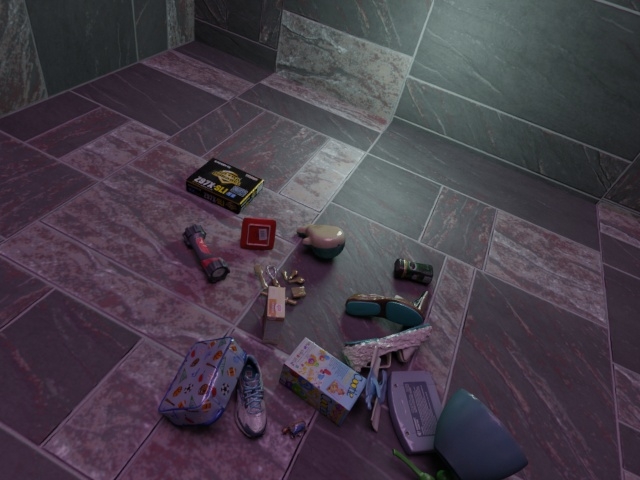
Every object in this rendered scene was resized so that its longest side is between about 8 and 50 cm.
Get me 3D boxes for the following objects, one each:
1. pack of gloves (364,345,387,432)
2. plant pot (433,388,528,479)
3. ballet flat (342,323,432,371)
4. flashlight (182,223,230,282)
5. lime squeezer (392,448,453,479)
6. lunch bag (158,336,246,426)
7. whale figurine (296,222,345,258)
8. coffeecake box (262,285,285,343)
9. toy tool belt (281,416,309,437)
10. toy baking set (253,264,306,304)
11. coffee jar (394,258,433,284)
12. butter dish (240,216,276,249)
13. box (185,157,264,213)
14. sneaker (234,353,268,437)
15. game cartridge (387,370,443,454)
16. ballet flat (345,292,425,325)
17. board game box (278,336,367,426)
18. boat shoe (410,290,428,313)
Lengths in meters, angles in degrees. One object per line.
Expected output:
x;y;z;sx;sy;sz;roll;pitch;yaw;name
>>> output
0.218;0.536;1.556;0.046;0.195;0.232;-6;36;25;pack of gloves
0.488;0.667;1.408;0.195;0.290;0.290;-37;60;-9;plant pot
0.279;0.439;1.739;0.408;0.147;0.147;-8;48;-20;ballet flat
-0.505;0.046;1.907;0.103;0.103;0.304;9;35;-47;flashlight
0.384;0.775;1.450;0.310;0.059;0.110;12;36;-17;lime squeezer
-0.391;0.464;1.443;0.243;0.115;0.303;-18;31;30;lunch bag
0.000;0.000;2.104;0.216;0.141;0.272;-24;32;-35;whale figurine
-0.184;0.293;1.684;0.068;0.186;0.142;7;44;-10;coffeecake box
-0.084;0.640;1.458;0.083;0.052;0.051;-21;46;-32;toy tool belt
-0.184;0.193;1.906;0.256;0.030;0.197;14;40;-3;toy baking set
0.450;0.149;2.097;0.184;0.079;0.096;14;46;-4;coffee jar
-0.297;-0.046;2.048;0.159;0.160;0.118;5;21;-12;butter dish
-0.501;-0.293;2.271;0.321;0.079;0.257;25;46;9;box
-0.243;0.524;1.477;0.110;0.122;0.283;-4;47;-19;sneaker
0.354;0.628;1.590;0.196;0.060;0.294;6;47;-17;game cartridge
0.280;0.283;1.863;0.342;0.116;0.124;4;25;17;ballet flat
0.008;0.508;1.553;0.275;0.142;0.144;32;46;16;board game box
0.432;0.295;1.945;0.079;0.084;0.233;10;32;30;boat shoe
